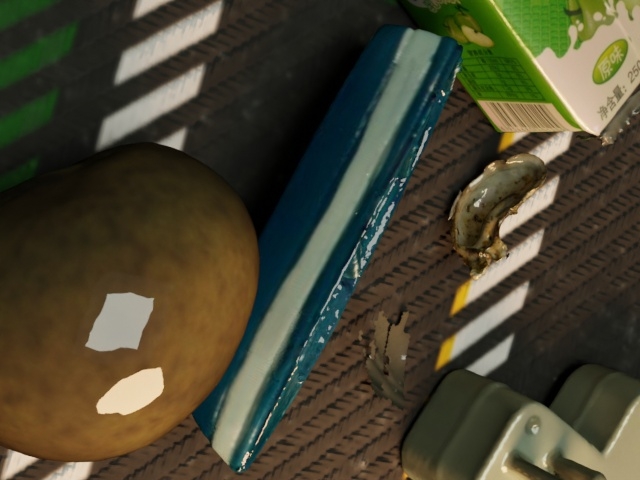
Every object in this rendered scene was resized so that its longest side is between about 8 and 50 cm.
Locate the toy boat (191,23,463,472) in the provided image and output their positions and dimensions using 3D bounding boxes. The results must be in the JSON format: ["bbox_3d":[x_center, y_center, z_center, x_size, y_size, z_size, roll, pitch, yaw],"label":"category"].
[{"bbox_3d":[0.000,0.000,0.705,0.061,0.096,0.299,26,77,6],"label":"toy boat"}]

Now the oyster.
[{"bbox_3d":[0.132,-0.015,0.800,0.083,0.081,0.038,-27,140,12],"label":"oyster"}]

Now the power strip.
[{"bbox_3d":[0.195,0.205,0.833,0.261,0.141,0.229,40,78,-31],"label":"power strip"}]

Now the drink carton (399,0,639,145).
[{"bbox_3d":[0.131,-0.208,0.743,0.161,0.108,0.271,-50,118,-14],"label":"drink carton"}]

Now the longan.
[{"bbox_3d":[-0.118,0.032,0.610,0.187,0.167,0.167,-49,117,-9],"label":"longan"}]

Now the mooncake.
[{"bbox_3d":[-0.080,0.117,0.711,0.346,0.057,0.150,2,95,-28],"label":"mooncake"}]
